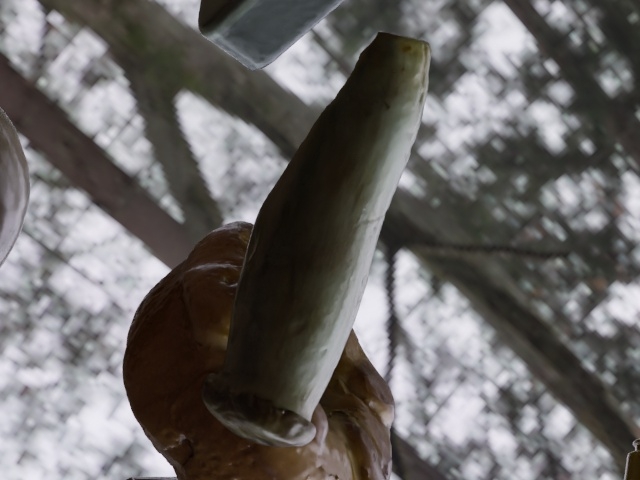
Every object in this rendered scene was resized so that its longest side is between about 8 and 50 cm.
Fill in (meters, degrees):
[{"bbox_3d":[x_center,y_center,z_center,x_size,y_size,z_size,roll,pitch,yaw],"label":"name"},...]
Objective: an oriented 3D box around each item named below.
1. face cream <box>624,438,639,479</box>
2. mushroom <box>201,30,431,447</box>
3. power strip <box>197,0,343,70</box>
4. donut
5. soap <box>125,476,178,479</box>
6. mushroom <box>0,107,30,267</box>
[{"bbox_3d":[0.254,0.204,1.316,0.078,0.078,0.273,-1,-108,40],"label":"face cream"},{"bbox_3d":[-0.003,-0.001,1.377,0.107,0.087,0.333,23,-79,37],"label":"mushroom"},{"bbox_3d":[0.030,-0.239,1.135,0.265,0.059,0.193,-39,-153,30],"label":"power strip"},{"bbox_3d":[-0.048,0.134,1.625,0.150,0.317,0.299,-33,-116,14],"label":"donut"},{"bbox_3d":[-0.143,0.333,1.725,0.182,0.138,0.199,139,-46,-61],"label":"soap"},{"bbox_3d":[-0.380,-0.046,1.688,0.226,0.226,0.178,-60,-158,-12],"label":"mushroom"}]
